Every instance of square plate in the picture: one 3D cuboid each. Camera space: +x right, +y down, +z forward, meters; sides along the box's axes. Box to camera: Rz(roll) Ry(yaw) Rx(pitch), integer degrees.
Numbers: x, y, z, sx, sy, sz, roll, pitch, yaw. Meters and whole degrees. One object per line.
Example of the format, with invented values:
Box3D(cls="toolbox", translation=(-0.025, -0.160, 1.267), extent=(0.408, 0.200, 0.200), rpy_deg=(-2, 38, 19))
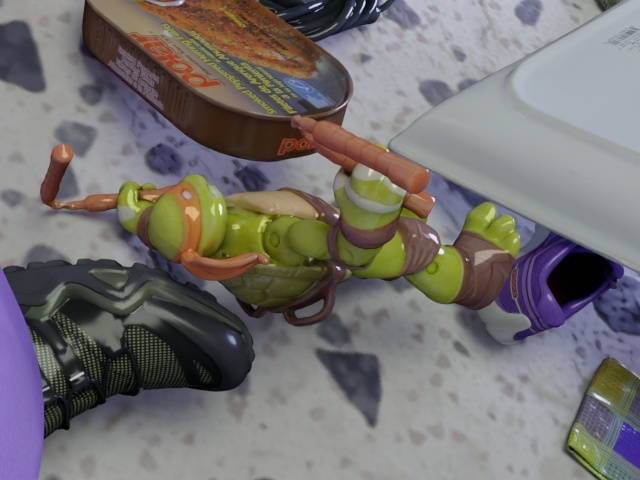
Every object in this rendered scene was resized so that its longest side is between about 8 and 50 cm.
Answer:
Box3D(cls="square plate", translation=(0.281, -0.083, 0.764), extent=(0.347, 0.049, 0.344), rpy_deg=(-31, 45, -33))

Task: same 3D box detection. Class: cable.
Box3D(cls="cable", translation=(-0.041, -0.206, 0.819), extent=(0.151, 0.047, 0.184), rpy_deg=(-33, 79, -34))

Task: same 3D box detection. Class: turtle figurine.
Box3D(cls="turtle figurine", translation=(0.000, 0.000, 0.603), extent=(0.217, 0.270, 0.087), rpy_deg=(6, 82, -43))

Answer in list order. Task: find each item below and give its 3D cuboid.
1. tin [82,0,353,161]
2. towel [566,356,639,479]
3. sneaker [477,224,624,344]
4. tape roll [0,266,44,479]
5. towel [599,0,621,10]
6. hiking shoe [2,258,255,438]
Box3D(cls="tin", translation=(-0.064, -0.106, 0.698), extent=(0.106, 0.040, 0.190), rpy_deg=(-14, 43, -41))
Box3D(cls="towel", translation=(0.184, 0.113, 0.730), extent=(0.060, 0.009, 0.083), rpy_deg=(39, 49, 1))
Box3D(cls="sneaker", translation=(0.167, 0.010, 0.744), extent=(0.170, 0.071, 0.068), rpy_deg=(-42, 110, -36))
Box3D(cls="tape roll", translation=(-0.244, 0.062, 0.427), extent=(0.275, 0.090, 0.274), rpy_deg=(-1, 56, 1))
Box3D(cls="towel", translation=(0.265, -0.212, 0.984), extent=(0.110, 0.027, 0.148), rpy_deg=(-8, 62, -30))
Box3D(cls="hiking shoe", translation=(-0.143, 0.071, 0.556), extent=(0.227, 0.086, 0.114), rpy_deg=(5, 65, -14))
